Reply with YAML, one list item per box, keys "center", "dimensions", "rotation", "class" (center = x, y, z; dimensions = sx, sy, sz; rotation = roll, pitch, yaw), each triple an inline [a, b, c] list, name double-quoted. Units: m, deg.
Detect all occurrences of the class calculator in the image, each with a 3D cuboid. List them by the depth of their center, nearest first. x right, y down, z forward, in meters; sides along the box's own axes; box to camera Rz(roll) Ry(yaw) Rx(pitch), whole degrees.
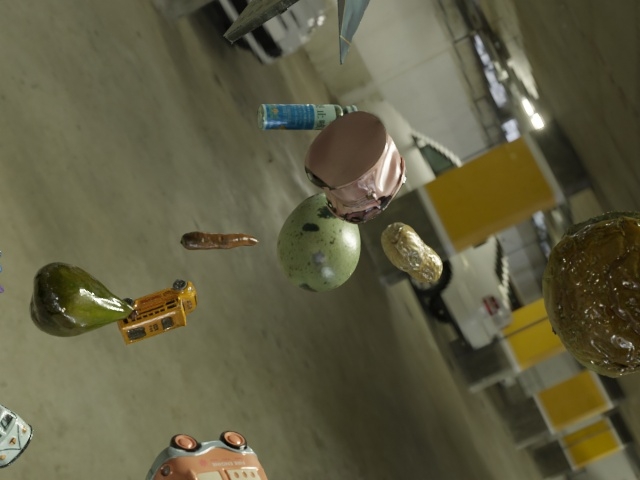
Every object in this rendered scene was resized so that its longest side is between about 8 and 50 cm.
- center: [-0.029, -0.361, 1.275]
  dimensions: [0.021, 0.161, 0.261]
  rotation: [44, -29, -21]
  class: "calculator"

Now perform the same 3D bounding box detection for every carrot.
- center: [-0.186, 0.001, 1.741]
  dimensions: [0.165, 0.036, 0.036]
  rotation: [1, 53, -33]
  class: "carrot"

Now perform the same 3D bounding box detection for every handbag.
- center: [0.066, -0.134, 1.734]
  dimensions: [0.116, 0.179, 0.205]
  rotation: [45, 0, -38]
  class: "handbag"

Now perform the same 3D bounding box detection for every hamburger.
- center: [0.528, 0.091, 1.639]
  dimensions: [0.134, 0.265, 0.285]
  rotation: [25, 47, -81]
  class: "hamburger"

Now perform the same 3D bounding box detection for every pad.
- center: [0.061, -0.398, 1.379]
  dimensions: [0.164, 0.004, 0.243]
  rotation: [85, 21, -51]
  class: "pad"

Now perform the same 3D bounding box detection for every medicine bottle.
- center: [-0.025, -0.237, 1.789]
  dimensions: [0.051, 0.191, 0.051]
  rotation: [177, -90, -74]
  class: "medicine bottle"

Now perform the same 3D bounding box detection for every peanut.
- center: [0.219, 0.035, 2.228]
  dimensions: [0.214, 0.099, 0.100]
  rotation: [39, 24, -45]
  class: "peanut"

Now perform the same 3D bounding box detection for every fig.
- center: [-0.422, 0.116, 1.642]
  dimensions: [0.184, 0.133, 0.126]
  rotation: [18, 15, 0]
  class: "fig"

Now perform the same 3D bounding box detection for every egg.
- center: [0.000, 0.000, 1.974]
  dimensions: [0.177, 0.177, 0.228]
  rotation: [53, 46, -52]
  class: "egg"

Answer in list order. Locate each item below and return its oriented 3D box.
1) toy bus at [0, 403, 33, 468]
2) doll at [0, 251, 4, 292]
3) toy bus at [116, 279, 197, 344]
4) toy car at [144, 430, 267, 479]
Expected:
- center: [-0.535, 0.274, 1.429]
  dimensions: [0.193, 0.087, 0.089]
  rotation: [18, -33, 30]
  class: "toy bus"
- center: [-0.575, 0.062, 1.532]
  dimensions: [0.067, 0.109, 0.206]
  rotation: [65, 13, -55]
  class: "doll"
- center: [-0.313, 0.140, 1.802]
  dimensions: [0.070, 0.162, 0.074]
  rotation: [86, -20, -43]
  class: "toy bus"
- center: [-0.237, 0.550, 2.020]
  dimensions: [0.270, 0.181, 0.212]
  rotation: [6, 24, -38]
  class: "toy car"
